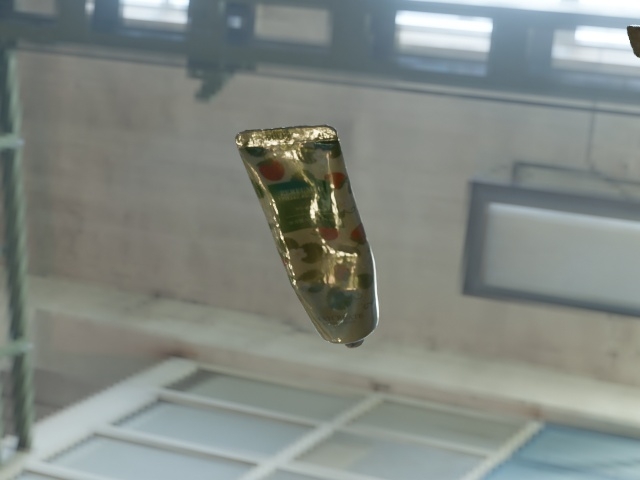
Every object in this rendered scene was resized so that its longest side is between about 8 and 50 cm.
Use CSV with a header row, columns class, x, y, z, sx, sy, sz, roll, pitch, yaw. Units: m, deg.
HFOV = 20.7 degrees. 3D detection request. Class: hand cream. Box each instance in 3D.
class,x,y,z,sx,sy,sz,roll,pitch,yaw
hand cream,0.000,0.000,0.973,0.037,0.057,0.165,-77,-23,-44

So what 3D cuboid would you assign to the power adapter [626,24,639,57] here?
class,x,y,z,sx,sy,sz,roll,pitch,yaw
power adapter,0.287,-0.129,1.094,0.130,0.205,0.125,-38,-60,-25
